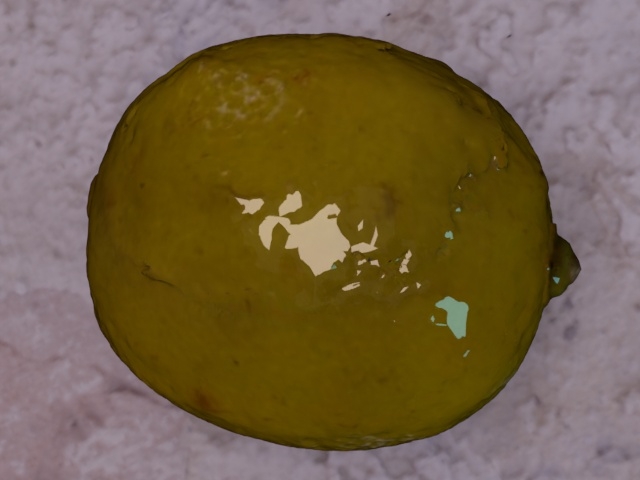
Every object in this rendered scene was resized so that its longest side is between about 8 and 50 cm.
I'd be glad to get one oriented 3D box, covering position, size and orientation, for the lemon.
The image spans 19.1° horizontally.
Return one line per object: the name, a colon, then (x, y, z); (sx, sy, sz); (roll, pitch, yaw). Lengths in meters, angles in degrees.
lemon: (-0.002, 0.000, 1.126); (0.284, 0.260, 0.260); (32, 91, 10)
